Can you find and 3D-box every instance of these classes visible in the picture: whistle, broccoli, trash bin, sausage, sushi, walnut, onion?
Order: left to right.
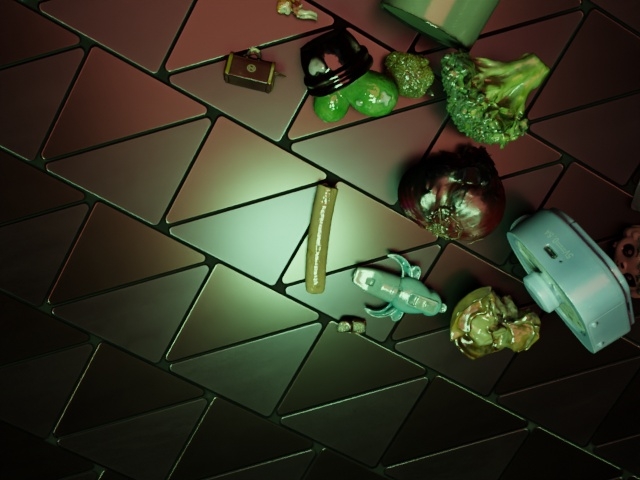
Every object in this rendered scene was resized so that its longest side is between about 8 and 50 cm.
[{"bbox_3d":[-0.002,-0.001,1.785,0.066,0.066,0.301,7,101,-5],"label":"sausage"},{"bbox_3d":[0.087,0.236,1.862,0.083,0.044,0.046,5,81,-6],"label":"sushi"},{"bbox_3d":[0.218,0.141,1.818,0.274,0.093,0.186,22,101,-5],"label":"whistle"},{"bbox_3d":[0.224,-0.420,1.676,0.131,0.120,0.130,6,142,30],"label":"broccoli"},{"bbox_3d":[0.332,-0.113,1.705,0.281,0.221,0.281,-1,74,2],"label":"onion"},{"bbox_3d":[0.344,-0.688,1.540,0.280,0.280,0.432,26,104,-9],"label":"trash bin"},{"bbox_3d":[0.460,0.222,1.826,0.238,0.141,0.204,30,112,-10],"label":"walnut"},{"bbox_3d":[0.421,-0.372,1.629,0.245,0.288,0.248,-38,74,4],"label":"broccoli"}]

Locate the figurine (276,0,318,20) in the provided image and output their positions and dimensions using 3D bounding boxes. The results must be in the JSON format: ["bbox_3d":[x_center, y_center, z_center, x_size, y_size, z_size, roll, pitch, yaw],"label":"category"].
[{"bbox_3d":[-0.055,-0.573,1.651,0.109,0.064,0.047,21,77,6],"label":"figurine"}]

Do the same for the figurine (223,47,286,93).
[{"bbox_3d":[-0.161,-0.432,1.675,0.154,0.082,0.098,10,83,-6],"label":"figurine"}]

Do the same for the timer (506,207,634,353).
[{"bbox_3d":[0.611,0.088,1.701,0.173,0.395,0.395,-36,103,7],"label":"timer"}]

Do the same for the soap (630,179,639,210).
[{"bbox_3d":[0.966,-0.114,1.811,0.203,0.065,0.122,14,102,-6],"label":"soap"}]

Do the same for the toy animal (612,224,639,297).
[{"bbox_3d":[0.908,0.063,1.806,0.204,0.156,0.208,-3,100,-7],"label":"toy animal"}]

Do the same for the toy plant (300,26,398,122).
[{"bbox_3d":[0.062,-0.395,1.640,0.218,0.175,0.235,-14,123,29],"label":"toy plant"}]
